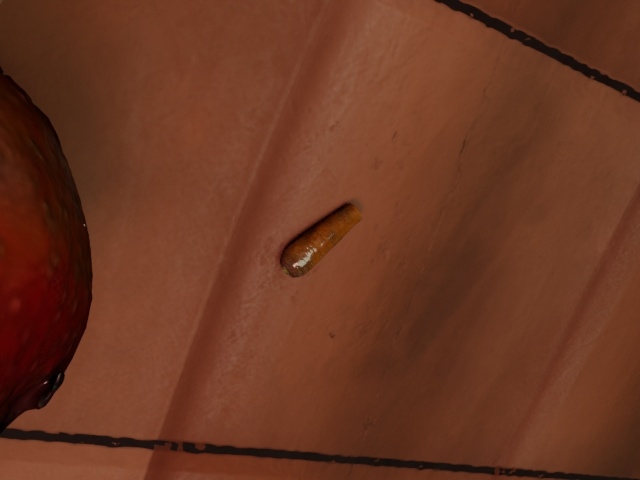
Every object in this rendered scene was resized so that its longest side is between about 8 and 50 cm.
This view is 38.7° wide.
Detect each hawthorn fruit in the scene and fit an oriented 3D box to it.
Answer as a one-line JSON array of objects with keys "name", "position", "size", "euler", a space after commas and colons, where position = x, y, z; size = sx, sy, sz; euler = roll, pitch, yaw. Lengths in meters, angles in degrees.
[{"name": "hawthorn fruit", "position": [-0.274, 0.019, 0.545], "size": [0.316, 0.316, 0.316], "euler": [-14, 119, -26]}]

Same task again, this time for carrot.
[{"name": "carrot", "position": [0.000, 0.000, 0.878], "size": [0.093, 0.032, 0.032], "euler": [-39, 128, -13]}]

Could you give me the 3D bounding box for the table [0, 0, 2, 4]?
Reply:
[{"name": "table", "position": [-0.270, -0.245, 0.519], "size": [0.227, 0.167, 0.167], "euler": [27, 97, -30]}]
